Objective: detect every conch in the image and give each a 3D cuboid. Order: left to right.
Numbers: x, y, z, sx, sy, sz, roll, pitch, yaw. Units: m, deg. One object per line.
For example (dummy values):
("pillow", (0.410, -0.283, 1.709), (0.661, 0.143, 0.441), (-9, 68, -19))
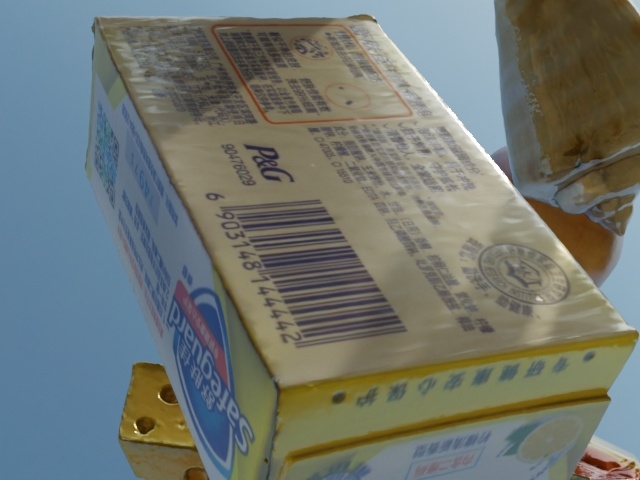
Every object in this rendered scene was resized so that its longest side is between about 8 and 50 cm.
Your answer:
("conch", (0.209, -0.122, 0.901), (0.255, 0.158, 0.127), (62, -154, -10))

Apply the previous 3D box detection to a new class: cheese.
("cheese", (-0.105, 0.202, 0.925), (0.126, 0.171, 0.093), (6, -144, -4))

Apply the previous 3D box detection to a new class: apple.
("apple", (0.238, -0.012, 1.171), (0.199, 0.199, 0.199), (6, -107, -20))

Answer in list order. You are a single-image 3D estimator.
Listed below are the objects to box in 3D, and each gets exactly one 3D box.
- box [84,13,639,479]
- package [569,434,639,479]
("box", (0.000, 0.000, 0.511), (0.168, 0.097, 0.265), (-6, -138, -27))
("package", (0.216, 0.240, 0.987), (0.108, 0.223, 0.288), (-59, -37, -24))
